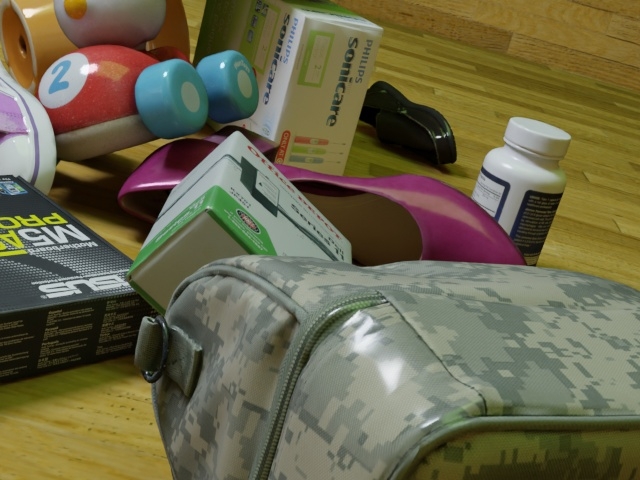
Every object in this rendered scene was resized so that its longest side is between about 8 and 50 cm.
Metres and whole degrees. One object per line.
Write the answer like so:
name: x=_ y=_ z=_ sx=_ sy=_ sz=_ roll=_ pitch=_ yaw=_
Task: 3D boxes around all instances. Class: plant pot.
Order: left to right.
plant pot: x=-0.298 y=-0.261 z=1.258 sx=0.188 sy=0.205 sz=0.205 roll=-18 pitch=37 yaw=-32

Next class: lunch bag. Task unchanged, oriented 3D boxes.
lunch bag: x=0.077 y=0.109 z=0.533 sx=0.305 sy=0.212 sz=0.256 roll=4 pitch=24 yaw=-30

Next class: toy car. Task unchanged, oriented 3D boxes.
toy car: x=-0.217 y=-0.208 z=0.989 sx=0.219 sy=0.237 sz=0.210 roll=-11 pitch=10 yaw=26

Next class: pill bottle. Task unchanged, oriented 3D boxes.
pill bottle: x=0.217 y=-0.046 z=1.091 sx=0.094 sy=0.169 sz=0.094 roll=14 pitch=21 yaw=-6

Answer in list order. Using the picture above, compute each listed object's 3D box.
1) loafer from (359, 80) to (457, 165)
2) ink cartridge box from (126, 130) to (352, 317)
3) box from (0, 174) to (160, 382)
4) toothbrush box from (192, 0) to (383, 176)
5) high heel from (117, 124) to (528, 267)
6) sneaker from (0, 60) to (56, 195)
loafer: x=0.123 y=-0.166 z=1.490 sx=0.078 sy=0.080 sz=0.220 roll=-30 pitch=41 yaw=-18
ink cartridge box: x=-0.052 y=0.016 z=0.770 sx=0.153 sy=0.087 sz=0.208 roll=45 pitch=15 yaw=-15
box: x=-0.282 y=0.025 z=0.699 sx=0.216 sy=0.060 sz=0.270 roll=31 pitch=25 yaw=36
toothbrush box: x=-0.059 y=-0.227 z=1.300 sx=0.122 sy=0.206 sz=0.283 roll=2 pitch=26 yaw=-33
high heel: x=0.000 y=0.000 z=0.928 sx=0.377 sy=0.127 sz=0.181 roll=20 pitch=32 yaw=22
sneaker: x=-0.361 y=-0.130 z=0.896 sx=0.161 sy=0.102 sz=0.282 roll=7 pitch=37 yaw=-53
